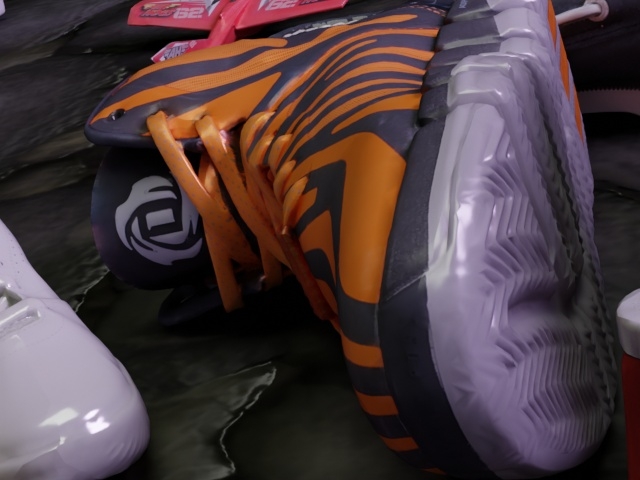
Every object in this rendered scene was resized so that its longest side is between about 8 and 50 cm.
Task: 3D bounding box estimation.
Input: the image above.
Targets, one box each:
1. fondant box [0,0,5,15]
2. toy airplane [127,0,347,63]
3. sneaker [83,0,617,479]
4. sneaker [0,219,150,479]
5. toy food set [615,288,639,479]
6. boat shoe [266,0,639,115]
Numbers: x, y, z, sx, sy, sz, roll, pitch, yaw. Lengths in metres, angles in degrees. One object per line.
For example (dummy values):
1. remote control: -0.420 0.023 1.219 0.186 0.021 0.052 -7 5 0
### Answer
1. fondant box: -0.416 -0.152 1.088 0.330 0.096 0.238 3 29 33
2. toy airplane: -0.053 -0.119 0.924 0.151 0.028 0.151 -11 24 5
3. sneaker: 0.000 0.000 0.559 0.180 0.124 0.321 -14 16 13
4. sneaker: -0.130 0.020 0.576 0.080 0.094 0.212 -22 26 -23
5. toy food set: 0.132 0.048 0.378 0.111 0.104 0.232 2 28 29
6. boat shoe: 0.104 -0.103 0.738 0.303 0.091 0.114 -4 25 18
